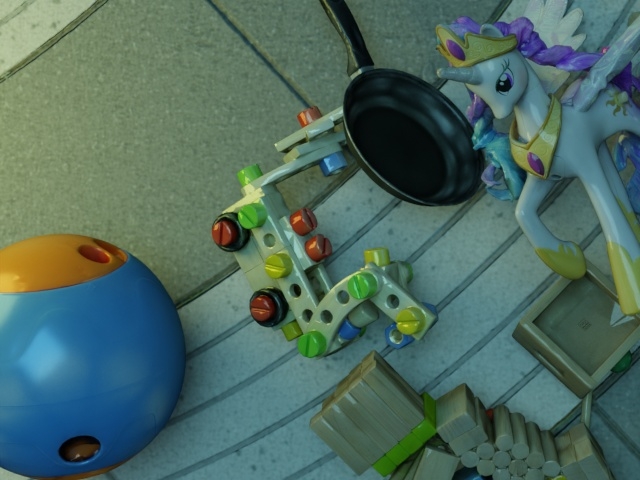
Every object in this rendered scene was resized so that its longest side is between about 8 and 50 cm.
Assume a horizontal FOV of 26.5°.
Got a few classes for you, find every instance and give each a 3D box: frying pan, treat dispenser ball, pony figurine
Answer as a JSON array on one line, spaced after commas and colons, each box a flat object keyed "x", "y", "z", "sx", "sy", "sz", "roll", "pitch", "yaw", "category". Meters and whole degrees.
[{"x": 0.058, "y": -0.161, "z": 1.602, "sx": 0.326, "sy": 0.197, "sz": 0.053, "roll": 42, "pitch": 134, "yaw": 0, "category": "frying pan"}, {"x": -0.301, "y": 0.135, "z": 1.583, "sx": 0.288, "sy": 0.288, "sz": 0.288, "roll": -2, "pitch": 82, "yaw": 12, "category": "treat dispenser ball"}, {"x": 0.297, "y": -0.147, "z": 1.494, "sx": 0.351, "sy": 0.303, "sz": 0.363, "roll": -44, "pitch": 106, "yaw": -36, "category": "pony figurine"}]

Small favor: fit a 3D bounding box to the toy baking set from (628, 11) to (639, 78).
[{"x": 0.481, "y": -0.192, "z": 1.591, "sx": 0.197, "sy": 0.030, "sz": 0.256, "roll": -30, "pitch": 77, "yaw": 7, "category": "toy baking set"}]

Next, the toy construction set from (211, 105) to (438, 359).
[{"x": 0.000, "y": 0.000, "z": 1.608, "sx": 0.215, "sy": 0.151, "sz": 0.327, "roll": -31, "pitch": 68, "yaw": 32, "category": "toy construction set"}]

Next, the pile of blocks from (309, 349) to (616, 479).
[{"x": 0.168, "y": 0.238, "z": 1.552, "sx": 0.362, "sy": 0.112, "sz": 0.148, "roll": 22, "pitch": 108, "yaw": -2, "category": "pile of blocks"}]

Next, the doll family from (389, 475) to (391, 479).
[{"x": 0.117, "y": 0.345, "z": 1.563, "sx": 0.111, "sy": 0.076, "sz": 0.193, "roll": -19, "pitch": 36, "yaw": 6, "category": "doll family"}]

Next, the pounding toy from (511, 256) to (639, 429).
[{"x": 0.303, "y": 0.122, "z": 1.564, "sx": 0.141, "sy": 0.100, "sz": 0.130, "roll": 43, "pitch": 79, "yaw": 12, "category": "pounding toy"}]
